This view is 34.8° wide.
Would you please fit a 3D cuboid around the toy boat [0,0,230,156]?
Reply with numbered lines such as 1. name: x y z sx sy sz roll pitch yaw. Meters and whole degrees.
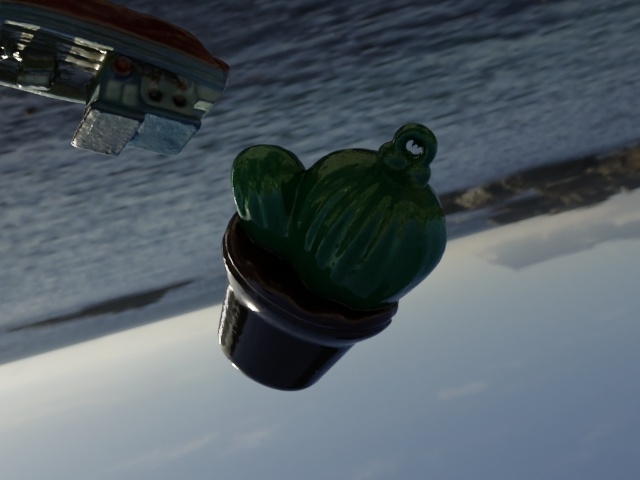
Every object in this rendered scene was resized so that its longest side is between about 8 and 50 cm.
1. toy boat: -0.129 -0.086 0.509 0.173 0.058 0.069 16 155 -22

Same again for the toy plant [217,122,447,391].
1. toy plant: 0.000 0.000 0.645 0.200 0.143 0.105 -62 172 25
